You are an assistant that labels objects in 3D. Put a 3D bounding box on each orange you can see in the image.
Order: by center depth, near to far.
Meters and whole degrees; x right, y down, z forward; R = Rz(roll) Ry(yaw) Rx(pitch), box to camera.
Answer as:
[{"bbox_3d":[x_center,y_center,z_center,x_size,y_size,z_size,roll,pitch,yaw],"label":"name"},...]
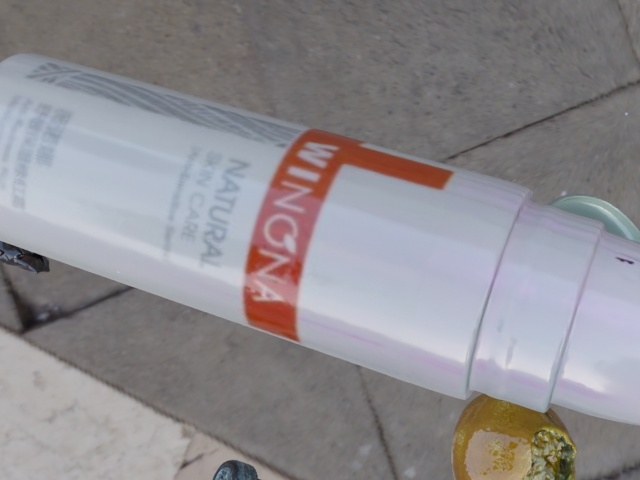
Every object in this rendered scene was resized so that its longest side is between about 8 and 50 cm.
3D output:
[{"bbox_3d":[0.220,0.245,1.249,0.134,0.155,0.154,-3,96,21],"label":"orange"}]

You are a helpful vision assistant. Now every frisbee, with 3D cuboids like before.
[{"bbox_3d":[0.184,0.021,0.740,0.110,0.110,0.014,59,146,3],"label":"frisbee"}]

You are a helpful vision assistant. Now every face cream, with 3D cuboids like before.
[{"bbox_3d":[0.000,0.000,0.507,0.346,0.102,0.102,16,100,16],"label":"face cream"}]

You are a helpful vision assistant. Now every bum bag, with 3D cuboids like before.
[{"bbox_3d":[-0.417,0.013,1.456,0.124,0.058,0.034,23,99,-11],"label":"bum bag"}]

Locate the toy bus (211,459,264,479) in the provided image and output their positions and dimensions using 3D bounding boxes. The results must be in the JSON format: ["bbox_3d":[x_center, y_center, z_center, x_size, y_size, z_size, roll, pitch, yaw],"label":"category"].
[{"bbox_3d":[-0.007,0.189,0.562,0.081,0.195,0.089,26,91,-28],"label":"toy bus"}]
